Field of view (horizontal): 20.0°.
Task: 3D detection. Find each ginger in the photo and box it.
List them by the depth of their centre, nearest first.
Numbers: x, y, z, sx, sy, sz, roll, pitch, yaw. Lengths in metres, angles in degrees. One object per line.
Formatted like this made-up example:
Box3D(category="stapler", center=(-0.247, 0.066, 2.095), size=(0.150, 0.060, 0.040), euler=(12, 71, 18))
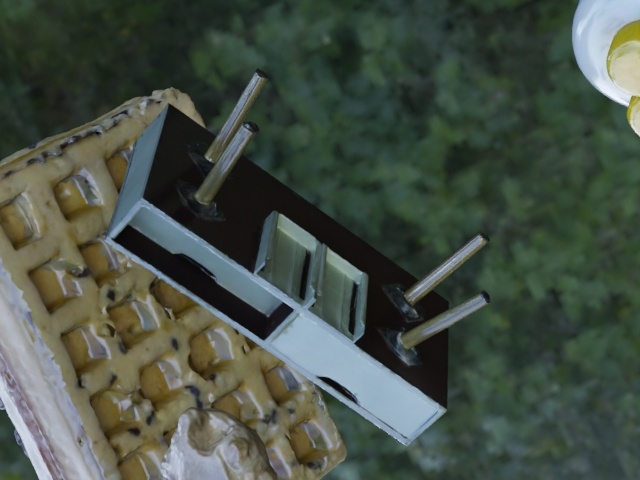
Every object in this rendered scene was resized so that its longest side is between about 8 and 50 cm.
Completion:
Box3D(category="ginger", center=(-0.062, 0.150, 0.956), size=(0.069, 0.051, 0.173), euler=(32, 135, 6))

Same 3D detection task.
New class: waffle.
Box3D(category="waffle", center=(-0.149, 0.083, 1.527), size=(0.114, 0.261, 0.376), euler=(-11, 107, 50))

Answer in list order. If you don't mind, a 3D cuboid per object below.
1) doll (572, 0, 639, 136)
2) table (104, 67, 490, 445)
Box3D(category="doll", center=(0.218, -0.206, 1.085), size=(0.177, 0.141, 0.314), euler=(54, -143, -48))
Box3D(category="table", center=(0.000, 0.000, 1.148), size=(0.240, 0.111, 0.121), euler=(35, -151, -18))
